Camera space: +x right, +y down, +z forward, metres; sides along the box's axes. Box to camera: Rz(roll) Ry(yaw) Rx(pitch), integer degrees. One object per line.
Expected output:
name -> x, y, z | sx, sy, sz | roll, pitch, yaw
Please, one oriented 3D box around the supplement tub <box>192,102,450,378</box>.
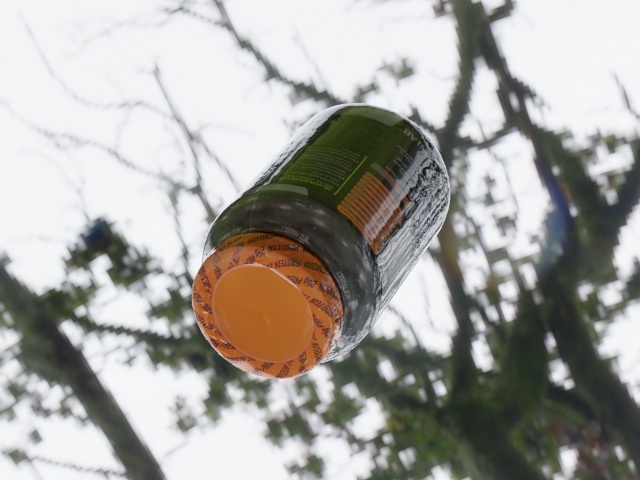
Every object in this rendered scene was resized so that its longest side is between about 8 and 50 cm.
supplement tub -> 0.000, 0.000, 1.122 | 0.117, 0.117, 0.190 | -2, -154, 26
